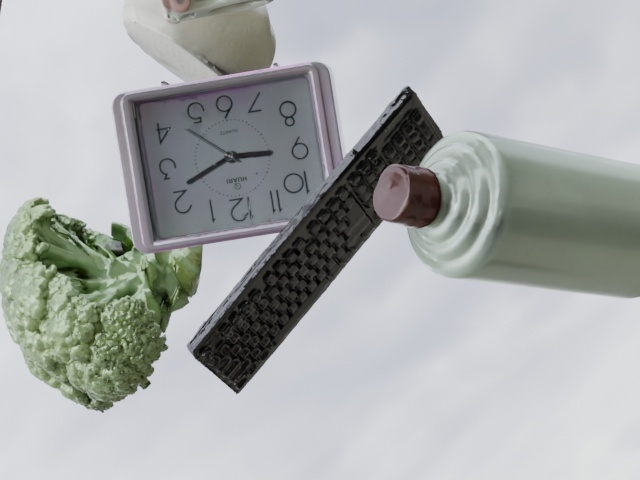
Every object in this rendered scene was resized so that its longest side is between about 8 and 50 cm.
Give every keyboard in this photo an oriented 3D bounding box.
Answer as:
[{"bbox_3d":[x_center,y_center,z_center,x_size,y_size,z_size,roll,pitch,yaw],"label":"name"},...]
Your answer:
[{"bbox_3d":[0.000,0.000,1.250,0.250,0.017,0.087,-49,-36,-7],"label":"keyboard"}]

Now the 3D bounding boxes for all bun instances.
[{"bbox_3d":[-0.121,-0.238,1.835,0.120,0.173,0.173,-58,-19,-7],"label":"bun"}]

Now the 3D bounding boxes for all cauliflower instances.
[{"bbox_3d":[-0.246,0.062,2.006,0.250,0.275,0.272,-23,-20,-11],"label":"cauliflower"}]

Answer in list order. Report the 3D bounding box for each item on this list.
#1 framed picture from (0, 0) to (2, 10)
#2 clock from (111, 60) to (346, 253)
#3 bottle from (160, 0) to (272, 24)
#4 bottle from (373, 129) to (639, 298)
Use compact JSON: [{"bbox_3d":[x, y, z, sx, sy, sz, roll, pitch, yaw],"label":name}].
[{"bbox_3d":[-0.281,-0.233,0.974,0.018,0.192,0.265,-23,-37,35],"label":"framed picture"},{"bbox_3d":[-0.077,-0.075,1.517,0.197,0.150,0.063,-9,2,3],"label":"clock"},{"bbox_3d":[-0.034,-0.219,1.093,0.236,0.147,0.147,-12,-27,-9],"label":"bottle"},{"bbox_3d":[0.141,-0.019,1.202,0.245,0.104,0.104,7,-48,-37],"label":"bottle"}]
